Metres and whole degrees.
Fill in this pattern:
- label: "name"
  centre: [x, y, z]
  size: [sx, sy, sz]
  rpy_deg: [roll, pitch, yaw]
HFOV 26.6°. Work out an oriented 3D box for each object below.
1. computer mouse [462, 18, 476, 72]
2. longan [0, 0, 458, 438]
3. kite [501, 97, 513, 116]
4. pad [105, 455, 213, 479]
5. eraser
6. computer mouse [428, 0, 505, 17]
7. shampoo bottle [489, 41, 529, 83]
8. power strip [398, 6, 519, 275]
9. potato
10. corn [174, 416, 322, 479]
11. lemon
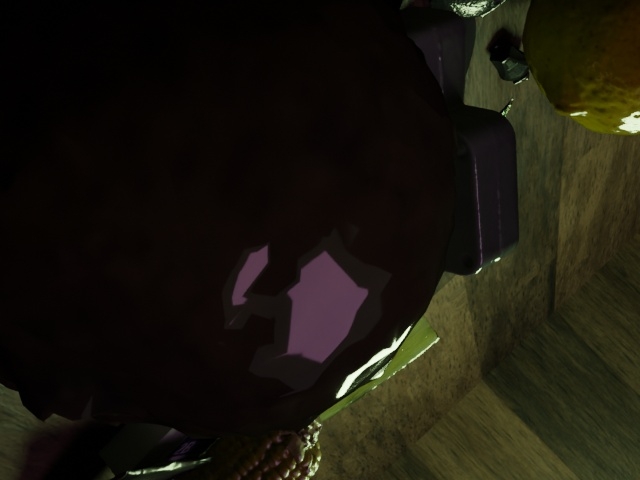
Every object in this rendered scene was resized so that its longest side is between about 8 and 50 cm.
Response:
- label: "computer mouse"
  centre: [0.118, -0.176, 1.579]
  size: [0.120, 0.057, 0.232]
  rpy_deg: [-33, 159, -33]
- label: "longan"
  centre: [-0.094, -0.034, 0.940]
  size: [0.391, 0.391, 0.391]
  rpy_deg: [-39, 161, -16]
- label: "kite"
  centre: [0.208, -0.129, 1.946]
  size: [0.198, 0.006, 0.244]
  rpy_deg: [-51, 160, 20]
- label: "pad"
  centre: [-0.273, 0.330, 1.754]
  size: [0.233, 0.022, 0.174]
  rpy_deg: [-31, 162, 31]
- label: "eraser"
  centre: [-0.197, 0.261, 1.838]
  size: [0.124, 0.068, 0.210]
  rpy_deg: [-45, 162, 13]
- label: "computer mouse"
  centre: [0.191, -0.293, 1.475]
  size: [0.192, 0.062, 0.106]
  rpy_deg: [-28, 156, -37]
- label: "shampoo bottle"
  centre: [0.252, -0.233, 1.783]
  size: [0.048, 0.027, 0.137]
  rpy_deg: [-35, 164, 14]
- label: "power strip"
  centre: [0.082, -0.102, 1.426]
  size: [0.141, 0.229, 0.261]
  rpy_deg: [-26, 121, -41]
- label: "potato"
  centre: [0.039, 0.168, 2.072]
  size: [0.255, 0.112, 0.269]
  rpy_deg: [-41, 158, 0]
- label: "corn"
  centre: [-0.132, 0.348, 1.861]
  size: [0.347, 0.130, 0.130]
  rpy_deg: [-40, 163, 12]
- label: "lemon"
  centre: [0.385, -0.269, 1.646]
  size: [0.310, 0.253, 0.253]
  rpy_deg: [-47, 162, -5]
